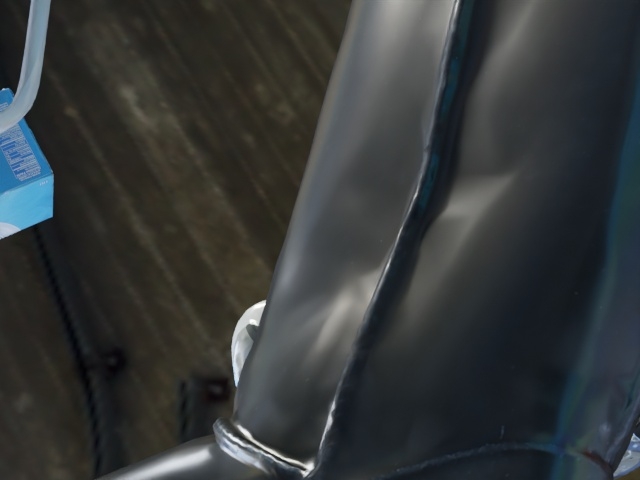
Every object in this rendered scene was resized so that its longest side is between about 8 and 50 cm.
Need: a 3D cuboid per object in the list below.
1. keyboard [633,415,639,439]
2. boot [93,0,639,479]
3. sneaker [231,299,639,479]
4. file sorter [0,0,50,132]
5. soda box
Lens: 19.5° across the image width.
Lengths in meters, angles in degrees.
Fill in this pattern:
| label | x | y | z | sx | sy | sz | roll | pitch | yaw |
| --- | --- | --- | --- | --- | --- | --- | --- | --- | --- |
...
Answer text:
| label | x | y | z | sx | sy | sz | roll | pitch | yaw |
| --- | --- | --- | --- | --- | --- | --- | --- | --- | --- |
| keyboard | 0.225 | 0.035 | 0.950 | 0.023 | 0.108 | 0.180 | 41 | -84 | 8 |
| boot | 0.002 | 0.000 | 0.787 | 0.367 | 0.146 | 0.445 | 0 | -112 | 38 |
| sneaker | 0.070 | 0.065 | 1.041 | 0.111 | 0.297 | 0.129 | -37 | -126 | 39 |
| file sorter | -0.241 | -0.086 | 0.736 | 0.277 | 0.193 | 0.173 | -32 | -133 | 51 |
| soda box | -0.269 | -0.013 | 1.126 | 0.210 | 0.071 | 0.067 | -24 | -106 | -16 |
